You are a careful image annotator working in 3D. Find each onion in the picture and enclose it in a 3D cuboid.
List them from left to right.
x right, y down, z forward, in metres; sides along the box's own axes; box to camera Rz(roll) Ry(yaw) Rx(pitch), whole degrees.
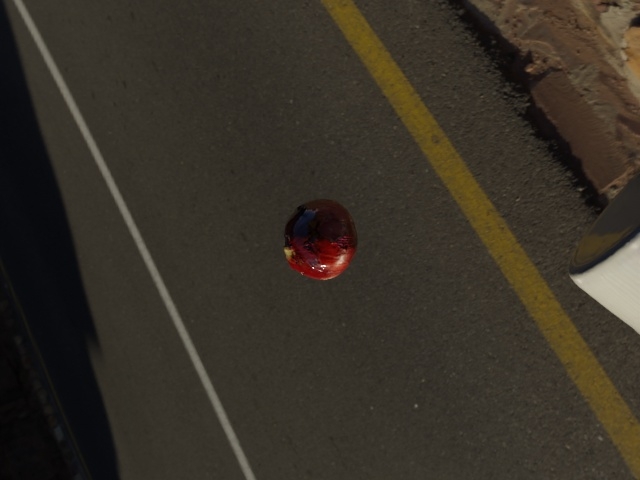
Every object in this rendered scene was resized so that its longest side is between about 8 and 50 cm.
[{"bbox_3d":[0.000,0.000,0.860,0.131,0.131,0.131,17,116,40],"label":"onion"}]

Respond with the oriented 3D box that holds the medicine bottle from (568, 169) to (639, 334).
[{"bbox_3d":[0.376,0.067,0.384,0.340,0.208,0.208,39,130,11],"label":"medicine bottle"}]
